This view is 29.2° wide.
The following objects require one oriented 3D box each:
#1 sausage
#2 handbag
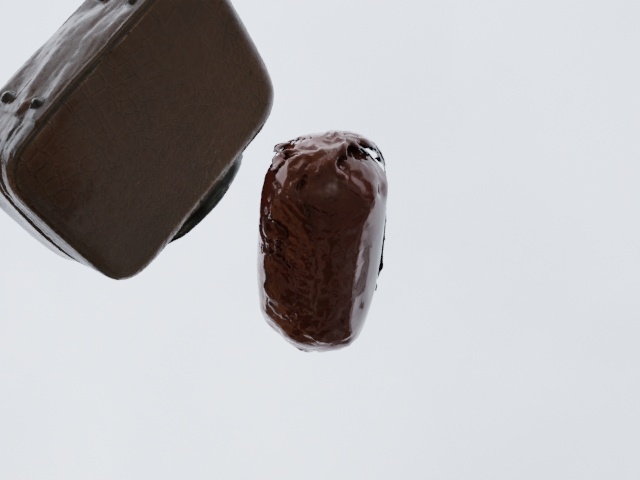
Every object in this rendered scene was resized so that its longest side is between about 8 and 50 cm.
[{"bbox_3d":[0.000,0.000,0.675,0.076,0.076,0.141,2,-48,-3],"label":"sausage"},{"bbox_3d":[-0.123,-0.074,0.801,0.193,0.072,0.151,-52,-46,-22],"label":"handbag"}]
